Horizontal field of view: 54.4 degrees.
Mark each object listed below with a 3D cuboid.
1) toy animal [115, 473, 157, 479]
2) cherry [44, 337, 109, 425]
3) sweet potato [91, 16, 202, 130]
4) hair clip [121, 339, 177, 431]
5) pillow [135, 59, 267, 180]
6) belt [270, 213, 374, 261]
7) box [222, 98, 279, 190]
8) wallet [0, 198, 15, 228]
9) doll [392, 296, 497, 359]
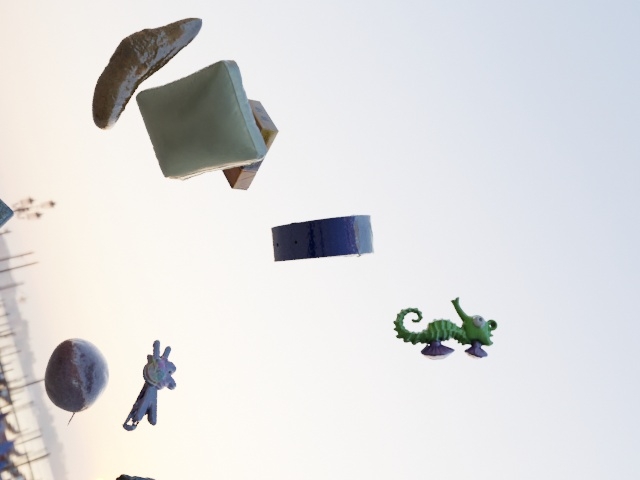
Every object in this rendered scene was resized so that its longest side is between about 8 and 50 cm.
[{"bbox_3d":[-0.426,0.602,1.415,0.116,0.179,0.219,14,-75,23],"label":"toy animal"},{"bbox_3d":[-0.751,0.417,1.926,0.213,0.183,0.266,-105,-161,-59],"label":"cherry"},{"bbox_3d":[-0.405,-0.390,1.374,0.114,0.341,0.092,37,10,-49],"label":"sweet potato"},{"bbox_3d":[-0.497,0.439,1.868,0.090,0.137,0.278,-10,-127,41],"label":"hair clip"},{"bbox_3d":[-0.299,-0.285,1.540,0.322,0.120,0.255,-7,-72,32],"label":"pillow"},{"bbox_3d":[0.000,0.000,1.779,0.347,0.212,0.117,-8,-94,48],"label":"belt"},{"bbox_3d":[-0.228,-0.290,1.894,0.152,0.070,0.237,58,-48,33],"label":"box"},{"bbox_3d":[-0.768,0.014,1.145,0.046,0.379,0.191,8,-38,48],"label":"wallet"},{"bbox_3d":[0.227,0.160,1.132,0.050,0.190,0.115,87,1,-65],"label":"doll"}]
